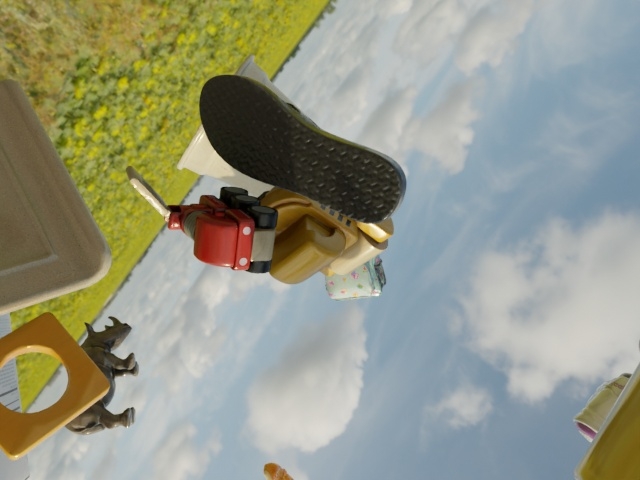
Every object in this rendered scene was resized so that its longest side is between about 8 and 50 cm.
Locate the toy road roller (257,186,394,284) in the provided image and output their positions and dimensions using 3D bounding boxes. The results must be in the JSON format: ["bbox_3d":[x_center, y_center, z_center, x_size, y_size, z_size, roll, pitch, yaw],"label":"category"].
[{"bbox_3d":[0.000,0.000,1.274,0.202,0.329,0.241,-36,-143,32],"label":"toy road roller"}]

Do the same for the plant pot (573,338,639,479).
[{"bbox_3d":[0.396,0.210,0.570,0.239,0.254,0.254,-44,-167,-1],"label":"plant pot"}]

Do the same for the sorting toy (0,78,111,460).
[{"bbox_3d":[-0.262,-0.014,0.366,0.196,0.348,0.047,-22,160,-36],"label":"sorting toy"}]

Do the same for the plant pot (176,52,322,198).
[{"bbox_3d":[-0.140,-0.234,1.449,0.334,0.305,0.334,-52,-166,18],"label":"plant pot"}]

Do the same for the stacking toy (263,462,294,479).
[{"bbox_3d":[-0.018,0.614,1.299,0.166,0.302,0.175,-45,168,-26],"label":"stacking toy"}]

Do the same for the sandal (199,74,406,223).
[{"bbox_3d":[-0.042,-0.169,1.108,0.167,0.445,0.107,-63,168,20],"label":"sandal"}]

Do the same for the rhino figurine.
[{"bbox_3d":[-0.353,0.209,0.937,0.243,0.106,0.073,-106,-163,-49],"label":"rhino figurine"}]

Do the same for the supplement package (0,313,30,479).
[{"bbox_3d":[-0.566,0.250,0.859,0.175,0.177,0.293,149,-68,-78],"label":"supplement package"}]

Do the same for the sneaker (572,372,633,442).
[{"bbox_3d":[0.584,0.341,1.106,0.114,0.305,0.152,35,-91,38],"label":"sneaker"}]

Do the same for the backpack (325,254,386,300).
[{"bbox_3d":[0.087,0.071,1.621,0.166,0.188,0.144,-7,-171,21],"label":"backpack"}]

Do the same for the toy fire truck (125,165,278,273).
[{"bbox_3d":[-0.225,-0.042,1.062,0.217,0.246,0.158,34,-60,54],"label":"toy fire truck"}]
